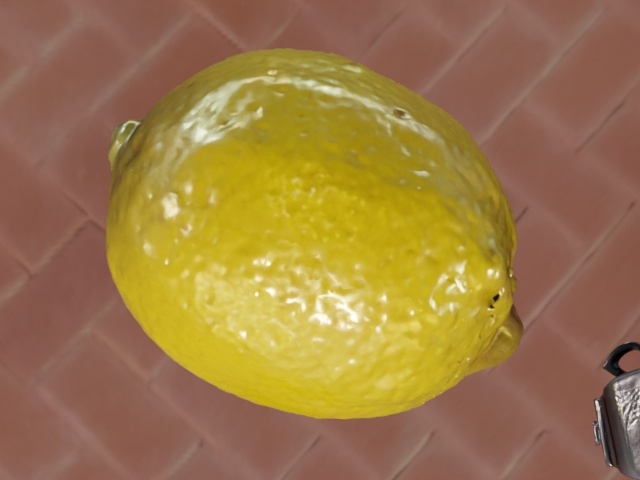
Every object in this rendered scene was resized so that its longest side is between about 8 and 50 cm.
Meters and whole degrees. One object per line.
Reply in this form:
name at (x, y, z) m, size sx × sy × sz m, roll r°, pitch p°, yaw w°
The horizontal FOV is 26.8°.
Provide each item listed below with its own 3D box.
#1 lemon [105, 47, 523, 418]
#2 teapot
lemon at (0.000, 0.000, 0.927) m, size 0.320 × 0.245 × 0.245 m, roll 25°, pitch 74°, yaw -7°
teapot at (0.331, 0.195, 1.404) m, size 0.096 × 0.087 × 0.177 m, roll -17°, pitch 75°, yaw 35°
